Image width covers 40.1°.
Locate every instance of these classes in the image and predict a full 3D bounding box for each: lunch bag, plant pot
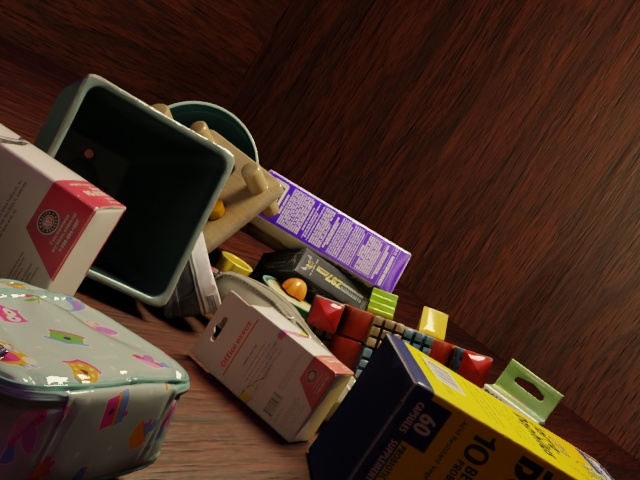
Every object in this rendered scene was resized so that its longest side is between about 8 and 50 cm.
[{"bbox_3d":[-0.258,0.106,0.726,0.224,0.108,0.279,28,4,23],"label":"lunch bag"},{"bbox_3d":[-0.269,-0.139,1.923,0.271,0.272,0.255,33,-8,2],"label":"plant pot"},{"bbox_3d":[-0.326,-0.078,1.295,0.248,0.247,0.252,29,-7,-32],"label":"plant pot"}]

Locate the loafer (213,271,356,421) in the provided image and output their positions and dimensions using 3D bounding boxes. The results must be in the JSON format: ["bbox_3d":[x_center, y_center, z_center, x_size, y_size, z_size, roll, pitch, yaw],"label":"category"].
[{"bbox_3d":[-0.070,0.149,1.337,0.319,0.112,0.111,37,0,28],"label":"loafer"}]

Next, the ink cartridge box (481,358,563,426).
[{"bbox_3d":[0.299,0.312,1.467,0.109,0.209,0.062,36,5,26],"label":"ink cartridge box"}]

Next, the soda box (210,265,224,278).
[{"bbox_3d":[-0.164,0.094,1.503,0.169,0.060,0.053,32,6,-6],"label":"soda box"}]

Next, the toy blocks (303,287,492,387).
[{"bbox_3d":[0.111,0.182,1.442,0.381,0.191,0.261,20,-4,0],"label":"toy blocks"}]

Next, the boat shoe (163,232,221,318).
[{"bbox_3d":[-0.237,0.009,1.398,0.108,0.102,0.301,87,-14,-46],"label":"boat shoe"}]

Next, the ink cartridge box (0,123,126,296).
[{"bbox_3d":[-0.367,-0.030,0.965,0.237,0.172,0.100,33,6,4],"label":"ink cartridge box"}]

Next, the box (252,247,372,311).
[{"bbox_3d":[-0.019,0.091,1.841,0.183,0.059,0.232,36,-18,-20],"label":"box"}]

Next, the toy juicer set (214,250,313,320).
[{"bbox_3d":[-0.043,0.130,1.692,0.329,0.089,0.209,29,8,-37],"label":"toy juicer set"}]

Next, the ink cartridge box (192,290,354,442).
[{"bbox_3d":[-0.068,0.167,1.194,0.198,0.115,0.067,37,9,24],"label":"ink cartridge box"}]

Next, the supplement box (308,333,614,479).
[{"bbox_3d":[0.189,0.305,1.078,0.356,0.194,0.195,32,7,-10],"label":"supplement box"}]

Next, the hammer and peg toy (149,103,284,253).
[{"bbox_3d":[-0.270,-0.100,1.669,0.361,0.266,0.127,38,-19,38],"label":"hammer and peg toy"}]

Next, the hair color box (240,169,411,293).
[{"bbox_3d":[0.000,0.000,1.832,0.338,0.110,0.185,32,-16,-5],"label":"hair color box"}]
